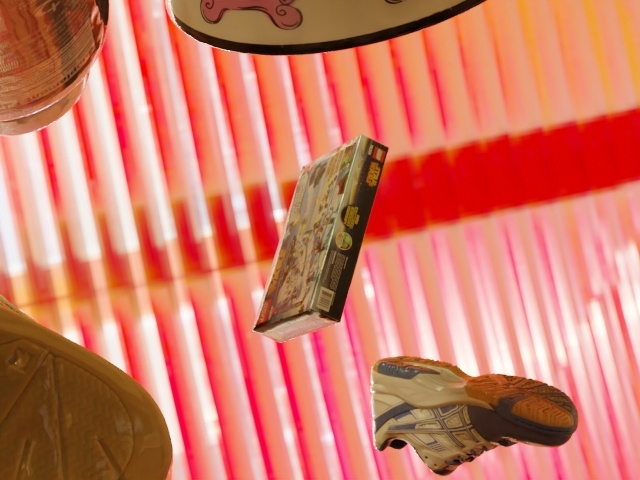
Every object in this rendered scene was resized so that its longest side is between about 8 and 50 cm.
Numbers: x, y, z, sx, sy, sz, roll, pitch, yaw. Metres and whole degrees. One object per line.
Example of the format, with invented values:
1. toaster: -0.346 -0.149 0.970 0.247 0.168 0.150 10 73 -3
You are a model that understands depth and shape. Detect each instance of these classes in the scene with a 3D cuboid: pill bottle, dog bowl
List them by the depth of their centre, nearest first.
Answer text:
1. pill bottle: -0.239 -0.189 1.107 0.318 0.176 0.176 100 -26 -72
2. dog bowl: 0.022 -0.348 1.555 0.408 0.408 0.150 51 -18 54

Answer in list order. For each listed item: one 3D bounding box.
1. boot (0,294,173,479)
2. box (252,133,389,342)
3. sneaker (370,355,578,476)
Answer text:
1. boot: -0.169 0.069 0.697 0.262 0.095 0.203 29 -21 13
2. box: 0.000 0.000 1.128 0.094 0.027 0.137 -23 -134 60
3. sneaker: 0.184 0.225 1.913 0.296 0.112 0.131 10 -83 45
